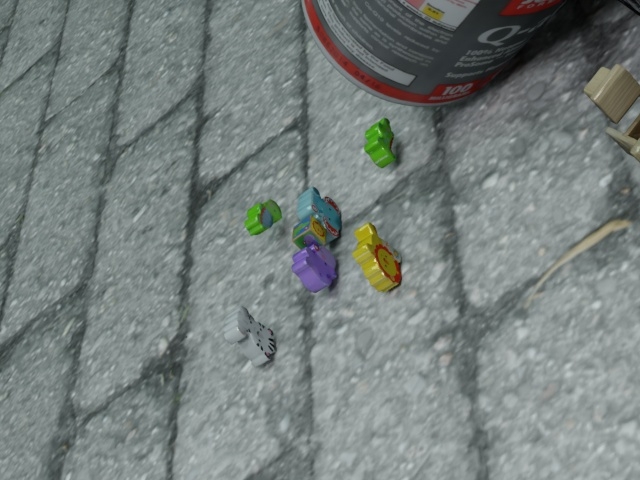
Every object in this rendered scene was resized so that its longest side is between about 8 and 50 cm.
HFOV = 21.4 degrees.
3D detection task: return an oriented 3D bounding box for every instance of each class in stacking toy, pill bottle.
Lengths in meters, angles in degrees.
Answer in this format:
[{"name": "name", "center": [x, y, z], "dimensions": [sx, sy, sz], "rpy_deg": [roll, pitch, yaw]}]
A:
[{"name": "stacking toy", "center": [0.000, 0.000, 1.533], "dimensions": [0.167, 0.052, 0.221], "rpy_deg": [-32, 29, 26]}, {"name": "pill bottle", "center": [0.128, -0.269, 1.385], "dimensions": [0.210, 0.210, 0.363], "rpy_deg": [-62, 6, -25]}]

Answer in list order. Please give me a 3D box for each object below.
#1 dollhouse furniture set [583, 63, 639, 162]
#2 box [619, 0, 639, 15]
[{"name": "dollhouse furniture set", "center": [0.246, -0.152, 1.203], "dimensions": [0.161, 0.182, 0.101], "rpy_deg": [-53, 36, -1]}, {"name": "box", "center": [0.333, -0.317, 1.435], "dimensions": [0.270, 0.060, 0.216], "rpy_deg": [-45, 26, 7]}]
